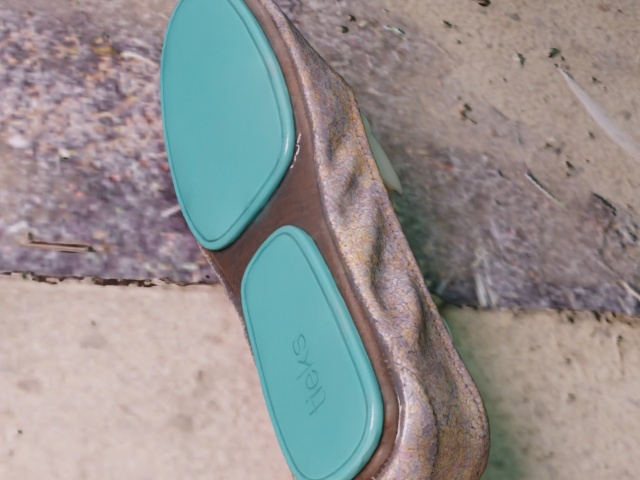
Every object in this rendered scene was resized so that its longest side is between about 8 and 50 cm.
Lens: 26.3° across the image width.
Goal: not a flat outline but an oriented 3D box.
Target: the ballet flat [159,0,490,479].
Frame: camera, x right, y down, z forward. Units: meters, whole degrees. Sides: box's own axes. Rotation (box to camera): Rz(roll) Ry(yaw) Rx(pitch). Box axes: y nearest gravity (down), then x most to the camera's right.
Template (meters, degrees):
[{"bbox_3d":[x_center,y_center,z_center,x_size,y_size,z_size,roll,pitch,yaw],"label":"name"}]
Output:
[{"bbox_3d":[0.000,0.000,0.677,0.106,0.107,0.316,16,44,-40],"label":"ballet flat"}]
